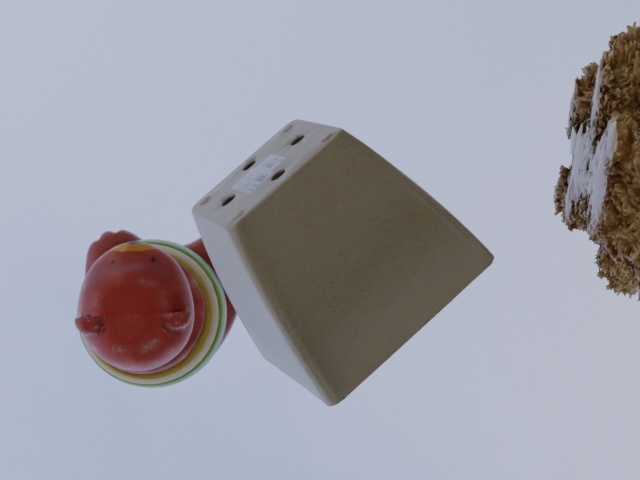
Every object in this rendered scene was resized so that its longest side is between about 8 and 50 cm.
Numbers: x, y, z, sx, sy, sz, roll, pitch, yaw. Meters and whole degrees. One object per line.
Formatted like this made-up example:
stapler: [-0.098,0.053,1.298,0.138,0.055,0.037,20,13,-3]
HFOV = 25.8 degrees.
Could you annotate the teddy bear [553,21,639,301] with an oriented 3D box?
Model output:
teddy bear: [0.284,-0.063,1.258,0.113,0.338,0.245,6,-94,0]

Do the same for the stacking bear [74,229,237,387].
stacking bear: [-0.172,0.067,1.398,0.175,0.289,0.164,3,-92,0]

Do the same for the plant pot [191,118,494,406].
plant pot: [0.000,0.000,0.697,0.109,0.109,0.096,-41,-70,-10]
